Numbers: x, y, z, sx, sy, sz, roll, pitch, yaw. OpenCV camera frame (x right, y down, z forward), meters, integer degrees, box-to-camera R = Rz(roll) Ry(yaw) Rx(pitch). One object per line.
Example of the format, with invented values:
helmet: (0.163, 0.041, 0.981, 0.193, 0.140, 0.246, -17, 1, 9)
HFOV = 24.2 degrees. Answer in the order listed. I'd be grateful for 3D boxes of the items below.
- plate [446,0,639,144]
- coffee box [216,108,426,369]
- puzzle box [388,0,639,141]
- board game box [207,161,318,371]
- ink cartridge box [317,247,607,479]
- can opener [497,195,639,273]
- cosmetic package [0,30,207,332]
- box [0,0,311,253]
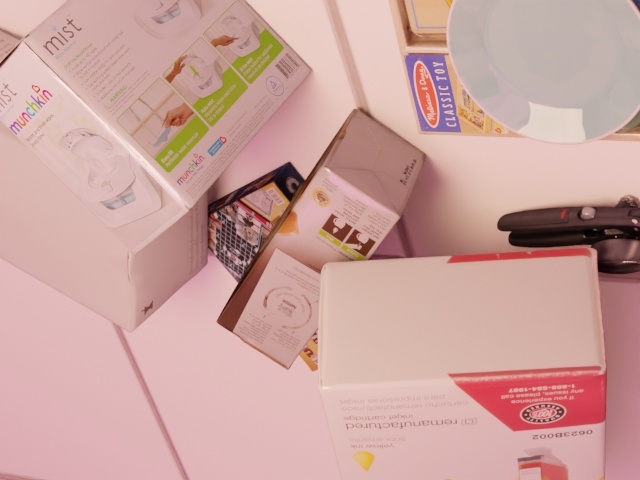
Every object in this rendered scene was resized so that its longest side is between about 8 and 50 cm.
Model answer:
plate: (0.200, -0.168, 1.295, 0.188, 0.024, 0.188, 17, 133, 20)
coffee box: (0.000, 0.000, 1.606, 0.098, 0.141, 0.246, 33, 123, -3)
puzzle box: (0.172, -0.272, 1.283, 0.272, 0.052, 0.409, 4, 127, 30)
board game box: (-0.023, 0.036, 1.769, 0.165, 0.042, 0.243, -24, 111, 44)
ink cartridge box: (0.159, 0.192, 1.583, 0.279, 0.160, 0.385, -5, 141, 7)
can opener: (0.260, -0.012, 1.528, 0.186, 0.073, 0.059, 7, 139, 41)
cosmetic package: (-0.324, -0.084, 1.752, 0.385, 0.156, 0.217, 27, 138, 20)
box: (-0.175, -0.164, 1.533, 0.231, 0.262, 0.127, 44, 138, -9)
